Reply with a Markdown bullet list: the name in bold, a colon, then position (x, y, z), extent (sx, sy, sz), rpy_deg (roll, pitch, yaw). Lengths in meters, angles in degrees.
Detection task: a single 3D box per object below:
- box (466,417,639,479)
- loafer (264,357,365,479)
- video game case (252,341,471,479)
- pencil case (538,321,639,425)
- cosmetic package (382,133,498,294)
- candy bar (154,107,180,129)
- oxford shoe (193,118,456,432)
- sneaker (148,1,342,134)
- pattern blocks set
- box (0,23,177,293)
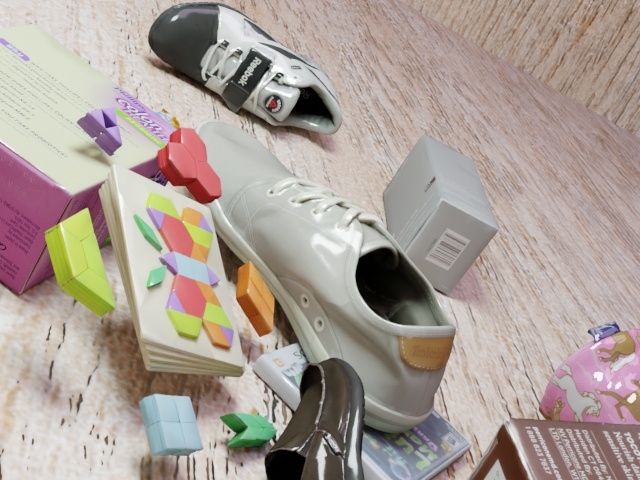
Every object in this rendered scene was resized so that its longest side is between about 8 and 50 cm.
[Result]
- **box**: position (0.294, 0.259, 0.815), extent (0.381, 0.191, 0.143), rpy_deg (8, 38, -20)
- **loafer**: position (-0.007, 0.175, 0.836), extent (0.078, 0.080, 0.220), rpy_deg (10, 31, -9)
- **video game case**: position (0.046, 0.167, 1.000), extent (0.190, 0.022, 0.173), rpy_deg (43, 25, 20)
- **pencil case**: position (0.415, 0.268, 1.095), extent (0.160, 0.167, 0.386), rpy_deg (-5, 46, -39)
- **cosmetic package**: position (0.166, -0.043, 1.432), extent (0.107, 0.127, 0.238), rpy_deg (26, 23, -16)
- **candy bar**: position (-0.233, -0.148, 1.252), extent (0.040, 0.018, 0.161), rpy_deg (41, 25, 16)
- **oxford shoe**: position (0.000, 0.000, 1.063), extent (0.169, 0.130, 0.449), rpy_deg (4, 38, -43)
- **sneaker**: position (-0.096, -0.250, 1.494), extent (0.330, 0.122, 0.146), rpy_deg (17, 27, -33)
- **pattern blocks set**: position (-0.124, 0.028, 0.867), extent (0.285, 0.026, 0.325), rpy_deg (4, 61, -63)
- **box**: position (-0.281, -0.090, 0.953), extent (0.213, 0.117, 0.243), rpy_deg (36, 24, 4)
